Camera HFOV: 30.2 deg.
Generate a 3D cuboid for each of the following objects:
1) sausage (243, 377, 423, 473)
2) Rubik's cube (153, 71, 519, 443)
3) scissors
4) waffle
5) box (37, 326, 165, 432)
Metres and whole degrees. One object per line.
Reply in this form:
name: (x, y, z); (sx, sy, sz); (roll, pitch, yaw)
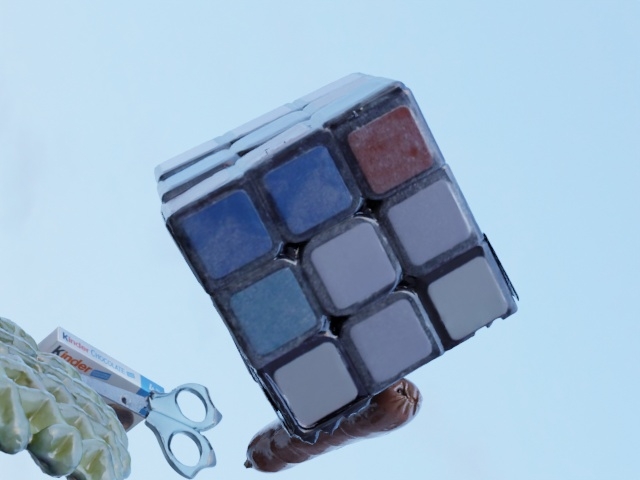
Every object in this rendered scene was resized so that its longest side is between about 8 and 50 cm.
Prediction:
sausage: (0.006, 0.268, 1.709); (0.433, 0.087, 0.088); (-31, -102, 50)
Rubik's cube: (0.000, 0.000, 1.606); (0.363, 0.362, 0.359); (61, -3, -13)
scissors: (-0.327, 0.299, 2.155); (0.029, 0.360, 0.191); (-29, -139, 39)
waffle: (-0.289, 0.127, 1.110); (0.292, 0.056, 0.309); (40, -3, -4)
box: (-0.482, 0.310, 2.267); (0.265, 0.273, 0.048); (-40, -144, 19)
